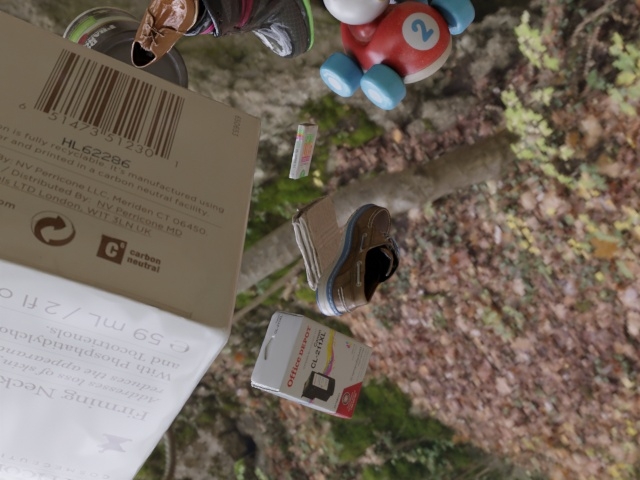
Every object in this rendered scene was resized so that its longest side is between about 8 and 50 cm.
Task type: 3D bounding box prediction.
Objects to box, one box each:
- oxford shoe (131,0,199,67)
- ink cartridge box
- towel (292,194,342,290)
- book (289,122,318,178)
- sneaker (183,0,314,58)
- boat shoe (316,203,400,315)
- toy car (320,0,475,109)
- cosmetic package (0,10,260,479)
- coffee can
[{"bbox_3d":[-0.249,-0.338,1.242,0.076,0.076,0.212,35,148,-9],"label":"oxford shoe"},{"bbox_3d":[-0.011,0.203,1.275,0.072,0.127,0.175,5,162,47],"label":"ink cartridge box"},{"bbox_3d":[0.000,0.000,1.896,0.282,0.049,0.187,-40,-64,-72],"label":"towel"},{"bbox_3d":[-0.049,-0.245,2.143,0.035,0.144,0.096,15,-165,15],"label":"book"},{"bbox_3d":[-0.188,-0.438,1.390,0.185,0.202,0.482,20,177,37],"label":"sneaker"},{"bbox_3d":[0.059,0.022,0.932,0.066,0.066,0.183,64,-144,-34],"label":"boat shoe"},{"bbox_3d":[0.086,-0.376,1.253,0.210,0.219,0.238,29,164,46],"label":"toy car"},{"bbox_3d":[-0.297,0.036,0.880,0.329,0.394,0.327,19,-136,-17],"label":"cosmetic package"},{"bbox_3d":[-0.405,-0.351,1.600,0.201,0.201,0.275,57,172,-35],"label":"coffee can"}]
